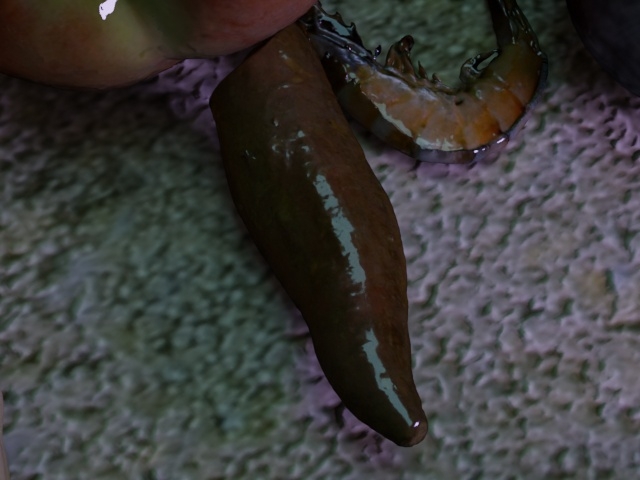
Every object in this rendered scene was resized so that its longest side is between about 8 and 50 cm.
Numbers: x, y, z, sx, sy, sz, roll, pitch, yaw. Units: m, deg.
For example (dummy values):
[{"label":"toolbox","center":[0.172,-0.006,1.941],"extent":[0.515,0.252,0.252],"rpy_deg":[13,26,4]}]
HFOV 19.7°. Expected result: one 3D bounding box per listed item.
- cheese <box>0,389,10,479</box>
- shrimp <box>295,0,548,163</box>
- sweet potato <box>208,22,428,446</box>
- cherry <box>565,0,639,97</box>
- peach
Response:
[{"label":"cheese","center":[-0.271,0.027,0.829],"extent":[0.384,0.104,0.384],"rpy_deg":[4,52,-5]},{"label":"shrimp","center":[0.044,-0.128,1.049],"extent":[0.195,0.035,0.148],"rpy_deg":[40,59,10]},{"label":"sweet potato","center":[0.000,0.000,0.939],"extent":[0.077,0.077,0.243],"rpy_deg":[-12,68,-19]},{"label":"cherry","center":[0.255,-0.188,1.020],"extent":[0.296,0.218,0.255],"rpy_deg":[10,72,-20]},{"label":"peach","center":[-0.099,-0.201,0.937],"extent":[0.252,0.252,0.252],"rpy_deg":[6,56,-9]}]
